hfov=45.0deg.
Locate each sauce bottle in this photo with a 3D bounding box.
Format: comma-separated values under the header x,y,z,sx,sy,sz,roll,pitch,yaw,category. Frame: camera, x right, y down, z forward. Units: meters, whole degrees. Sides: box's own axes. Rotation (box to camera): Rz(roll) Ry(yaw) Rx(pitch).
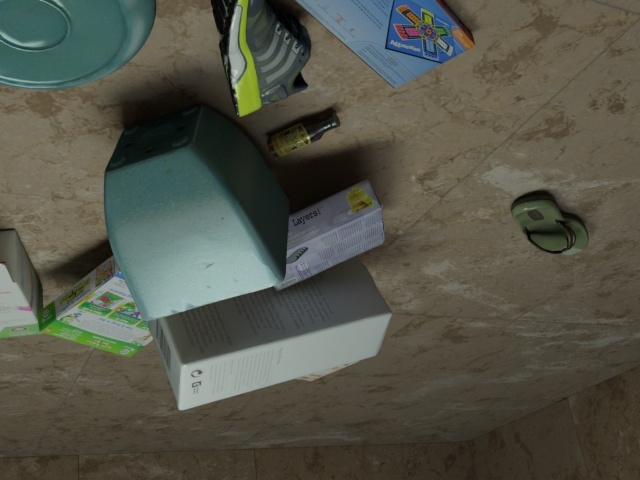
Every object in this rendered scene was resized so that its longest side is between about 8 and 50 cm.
x,y,z,sx,sy,sz,roll,pitch,yaw,category
-0.028,-0.180,1.299,0.128,0.042,0.042,-23,150,23,sauce bottle

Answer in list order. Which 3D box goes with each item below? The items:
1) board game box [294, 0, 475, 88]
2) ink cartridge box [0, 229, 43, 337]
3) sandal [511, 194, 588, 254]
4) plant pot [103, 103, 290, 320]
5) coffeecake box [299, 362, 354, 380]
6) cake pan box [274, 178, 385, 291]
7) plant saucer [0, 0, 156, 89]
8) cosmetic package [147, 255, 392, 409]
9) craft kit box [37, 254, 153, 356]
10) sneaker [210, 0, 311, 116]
x,y,z,sx,sy,sz,roll,pitch,yaw,category
0.091,-0.316,1.081,0.145,0.027,0.281,-23,150,29,board game box
-0.685,0.082,1.529,0.207,0.119,0.353,-4,154,-11,ink cartridge box
0.514,-0.014,1.738,0.120,0.086,0.303,-25,149,30,sandal
-0.210,-0.067,1.241,0.248,0.247,0.252,-16,123,11,plant pot
0.009,0.289,2.122,0.185,0.142,0.068,-29,146,35,coffeecake box
0.000,0.000,1.461,0.246,0.070,0.267,-23,164,0,cake pan box
-0.370,-0.288,0.982,0.318,0.043,0.317,-8,153,-4,plant saucer
-0.109,0.165,1.613,0.453,0.230,0.161,-11,139,-23,cosmetic package
-0.419,0.145,1.643,0.247,0.061,0.250,-36,143,19,craft kit box
-0.076,-0.283,1.033,0.121,0.111,0.300,-16,160,-8,sneaker
